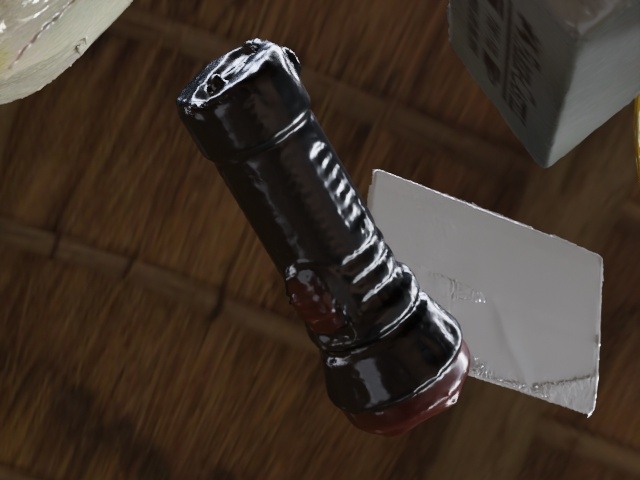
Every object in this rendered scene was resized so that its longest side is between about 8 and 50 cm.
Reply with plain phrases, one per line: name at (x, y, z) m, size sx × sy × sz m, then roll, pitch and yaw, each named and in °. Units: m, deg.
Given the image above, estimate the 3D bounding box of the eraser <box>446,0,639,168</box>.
eraser at (0.126, -0.133, 0.934) m, size 0.077 × 0.352 × 0.111 m, roll -33°, pitch -100°, yaw -2°

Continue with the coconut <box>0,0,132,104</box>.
coconut at (-0.236, -0.197, 1.129) m, size 0.227 × 0.227 × 0.230 m, roll 40°, pitch -100°, yaw 11°

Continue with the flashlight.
flashlight at (0.000, 0.000, 0.964) m, size 0.093 × 0.093 × 0.232 m, roll -50°, pitch -59°, yaw -35°

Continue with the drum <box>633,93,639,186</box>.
drum at (0.506, -0.106, 1.663) m, size 0.214 × 0.431 × 0.431 m, roll -7°, pitch -120°, yaw -28°

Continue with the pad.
pad at (0.133, 0.041, 1.403) m, size 0.232 × 0.004 × 0.156 m, roll 21°, pitch -121°, yaw -20°
